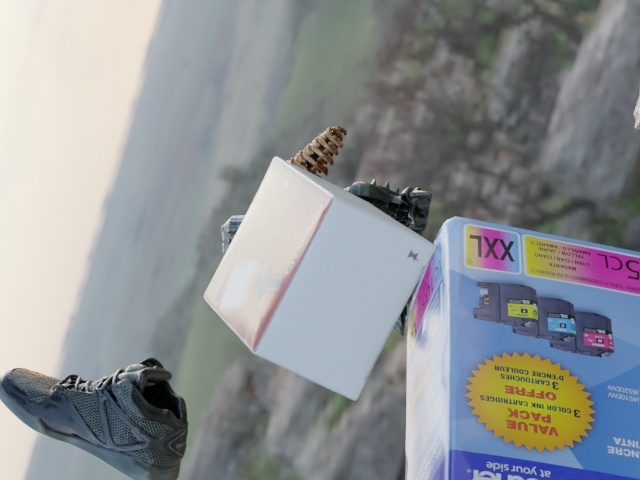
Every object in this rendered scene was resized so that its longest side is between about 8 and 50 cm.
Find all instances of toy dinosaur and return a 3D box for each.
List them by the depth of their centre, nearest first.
[{"bbox_3d":[0.000,0.000,1.972,0.322,0.218,0.164,95,-172,-75],"label":"toy dinosaur"}]

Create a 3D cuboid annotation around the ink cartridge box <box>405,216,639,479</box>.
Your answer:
[{"bbox_3d":[0.216,0.181,1.548,0.395,0.270,0.151,-86,8,-46],"label":"ink cartridge box"}]

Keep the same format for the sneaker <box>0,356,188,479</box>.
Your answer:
[{"bbox_3d":[-0.244,0.168,2.021,0.087,0.228,0.130,-34,-34,-64],"label":"sneaker"}]

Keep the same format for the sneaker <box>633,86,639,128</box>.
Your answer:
[{"bbox_3d":[0.318,-0.146,1.727,0.065,0.061,0.158,68,-161,-2],"label":"sneaker"}]

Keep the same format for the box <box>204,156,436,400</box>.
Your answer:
[{"bbox_3d":[-0.005,0.025,1.384,0.130,0.091,0.170,-63,20,3],"label":"box"}]
